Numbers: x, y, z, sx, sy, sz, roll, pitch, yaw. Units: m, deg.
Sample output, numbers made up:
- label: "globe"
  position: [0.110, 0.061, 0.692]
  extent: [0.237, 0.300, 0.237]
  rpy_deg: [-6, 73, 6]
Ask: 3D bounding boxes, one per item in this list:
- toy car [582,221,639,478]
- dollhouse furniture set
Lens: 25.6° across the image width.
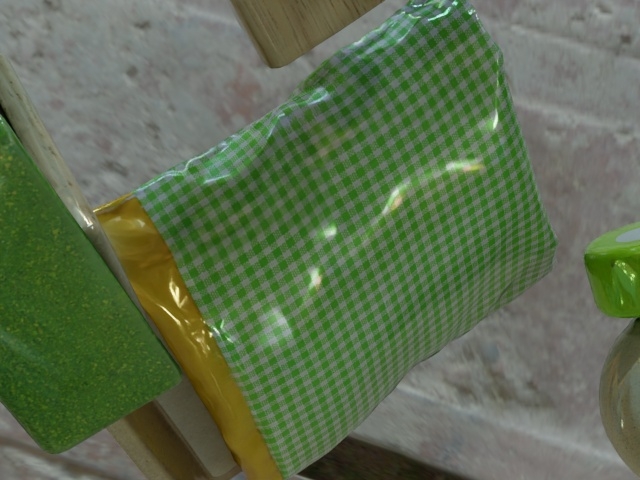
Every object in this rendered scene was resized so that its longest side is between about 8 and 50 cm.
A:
- label: "toy car"
  position: [0.220, 0.043, 0.624]
  extent: [0.149, 0.188, 0.155]
  rpy_deg: [-11, 101, 35]
- label: "dollhouse furniture set"
  position: [0.000, 0.000, 0.464]
  extent: [0.198, 0.301, 0.151]
  rpy_deg: [-33, 43, -5]
